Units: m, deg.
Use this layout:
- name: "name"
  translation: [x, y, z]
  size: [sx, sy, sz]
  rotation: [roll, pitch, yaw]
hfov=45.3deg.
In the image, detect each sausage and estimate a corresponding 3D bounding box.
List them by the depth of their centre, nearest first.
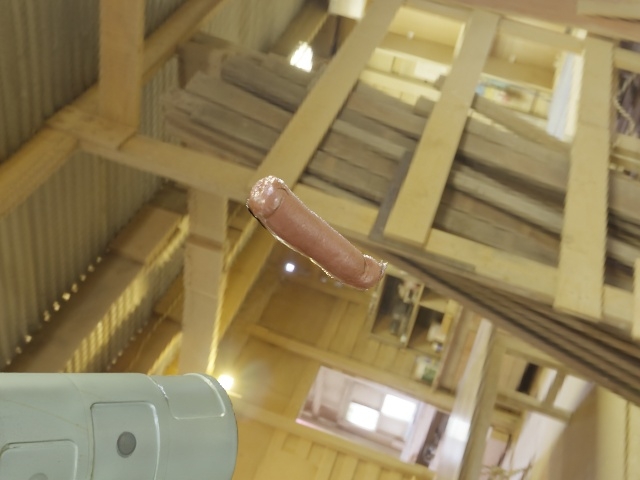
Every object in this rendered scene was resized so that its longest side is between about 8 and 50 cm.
- name: "sausage"
  translation: [0.000, 0.000, 0.656]
  size: [0.042, 0.158, 0.036]
  rotation: [-47, 35, 10]

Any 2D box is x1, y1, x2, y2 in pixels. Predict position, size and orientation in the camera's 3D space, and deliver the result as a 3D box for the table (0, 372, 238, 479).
- name: "table"
  translation: [-0.193, 0.174, 0.643]
  size: [0.220, 0.126, 0.126]
  rotation: [10, -79, -44]
